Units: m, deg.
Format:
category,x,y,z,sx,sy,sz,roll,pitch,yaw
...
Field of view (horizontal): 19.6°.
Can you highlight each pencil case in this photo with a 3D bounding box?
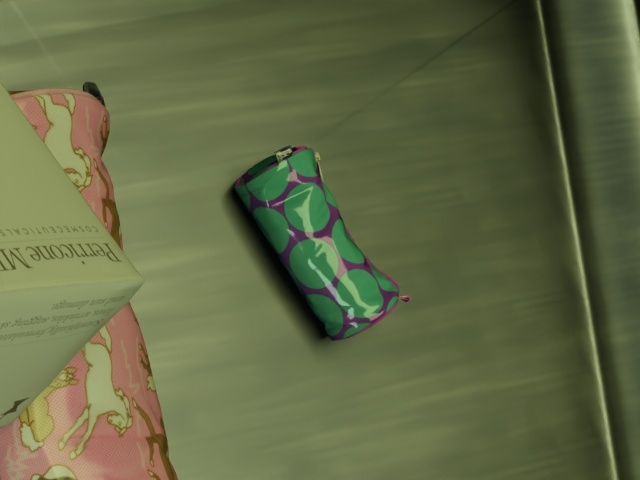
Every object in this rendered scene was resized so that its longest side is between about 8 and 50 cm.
category,x,y,z,sx,sy,sz,roll,pitch,yaw
pencil case,-0.176,0.093,1.234,0.167,0.160,0.386,-8,78,-34
pencil case,0.000,0.000,1.421,0.070,0.064,0.152,-32,93,-9

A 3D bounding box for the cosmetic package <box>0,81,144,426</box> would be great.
category,x,y,z,sx,sy,sz,roll,pitch,yaw
cosmetic package,-0.306,-0.067,1.076,0.385,0.156,0.217,50,25,16
